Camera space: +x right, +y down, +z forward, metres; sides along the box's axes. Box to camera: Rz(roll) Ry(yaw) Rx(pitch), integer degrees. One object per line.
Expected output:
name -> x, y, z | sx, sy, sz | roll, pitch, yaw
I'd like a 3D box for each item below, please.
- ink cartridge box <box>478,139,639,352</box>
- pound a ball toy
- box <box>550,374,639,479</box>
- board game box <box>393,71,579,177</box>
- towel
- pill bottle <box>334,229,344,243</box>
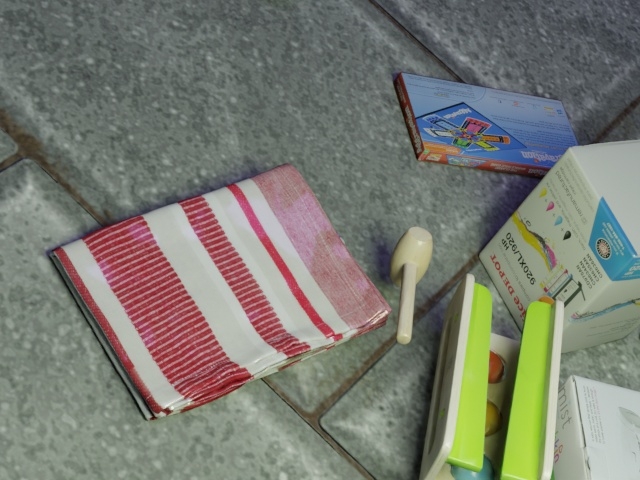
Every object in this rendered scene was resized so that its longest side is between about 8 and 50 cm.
ink cartridge box -> 0.350, 0.011, 1.816 | 0.168, 0.232, 0.171 | -8, 59, -34
pound a ball toy -> 0.158, 0.156, 1.657 | 0.208, 0.135, 0.319 | 17, 44, -4
box -> 0.373, 0.310, 1.639 | 0.231, 0.126, 0.262 | 14, 46, -16
board game box -> 0.245, -0.158, 2.040 | 0.281, 0.027, 0.145 | 7, 50, -27
towel -> -0.105, 0.047, 1.614 | 0.329, 0.037, 0.237 | -21, 66, -33
pill bottle -> 0.000, 0.000, 1.743 | 0.083, 0.043, 0.043 | 48, 45, 11
